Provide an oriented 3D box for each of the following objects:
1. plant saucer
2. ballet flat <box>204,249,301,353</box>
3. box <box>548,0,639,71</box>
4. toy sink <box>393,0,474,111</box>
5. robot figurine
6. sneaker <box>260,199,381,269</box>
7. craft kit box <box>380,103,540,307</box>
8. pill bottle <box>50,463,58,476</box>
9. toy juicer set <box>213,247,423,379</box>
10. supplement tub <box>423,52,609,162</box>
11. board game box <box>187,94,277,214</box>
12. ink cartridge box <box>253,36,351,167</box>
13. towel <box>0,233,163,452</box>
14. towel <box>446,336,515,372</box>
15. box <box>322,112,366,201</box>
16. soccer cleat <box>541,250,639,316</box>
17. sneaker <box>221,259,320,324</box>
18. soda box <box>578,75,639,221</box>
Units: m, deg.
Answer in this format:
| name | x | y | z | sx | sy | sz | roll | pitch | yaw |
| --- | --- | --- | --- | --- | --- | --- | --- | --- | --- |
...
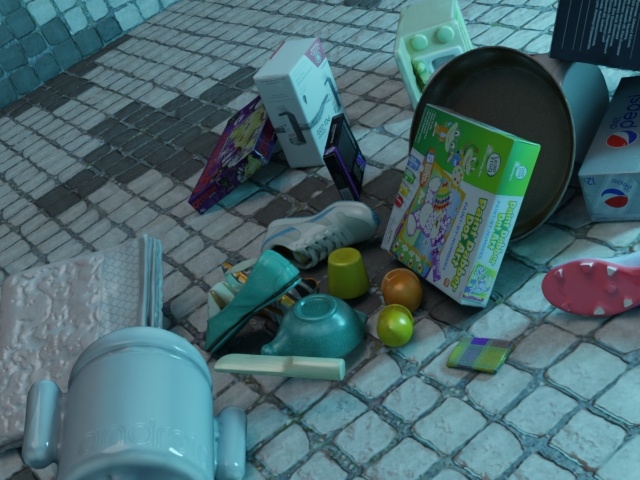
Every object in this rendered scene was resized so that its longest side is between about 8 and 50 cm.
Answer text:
| name | x | y | z | sx | sy | sz | roll | pitch | yaw |
| --- | --- | --- | --- | --- | --- | --- | --- | --- | --- |
| plant saucer | 0.272 | -0.147 | 1.576 | 0.310 | 0.311 | 0.050 | 5 | 6 | 43 |
| ballet flat | -0.125 | 0.087 | 1.563 | 0.247 | 0.087 | 0.083 | -42 | -3 | 40 |
| box | 0.528 | -0.358 | 1.557 | 0.312 | 0.179 | 0.343 | 10 | 17 | 12 |
| toy sink | 0.243 | -0.390 | 2.073 | 0.131 | 0.153 | 0.234 | -14 | 31 | 19 |
| robot figurine | -0.241 | 0.258 | 1.337 | 0.300 | 0.200 | 0.353 | 12 | 38 | -18 |
| sneaker | 0.000 | 0.000 | 1.720 | 0.228 | 0.087 | 0.092 | -16 | 37 | 31 |
| craft kit box | 0.203 | -0.059 | 1.514 | 0.061 | 0.250 | 0.246 | 9 | 14 | -31 |
| pill bottle | -0.333 | 0.317 | 1.480 | 0.120 | 0.067 | 0.067 | -11 | 33 | 25 |
| toy juicer set | 0.027 | 0.141 | 1.472 | 0.209 | 0.089 | 0.329 | 15 | 39 | 33 |
| supplement tub | 0.324 | -0.216 | 1.689 | 0.272 | 0.191 | 0.191 | 5 | 42 | 43 |
| board game box | -0.159 | -0.215 | 2.147 | 0.208 | 0.056 | 0.347 | -40 | 20 | 32 |
| ink cartridge box | -0.033 | -0.279 | 2.044 | 0.092 | 0.218 | 0.158 | 0 | 38 | 29 |
| towel | -0.412 | 0.163 | 1.686 | 0.317 | 0.053 | 0.332 | -18 | 52 | 14 |
| towel | 0.217 | 0.156 | 1.365 | 0.083 | 0.009 | 0.060 | 2 | 40 | 41 |
| box | 0.046 | -0.152 | 1.883 | 0.029 | 0.116 | 0.162 | -16 | 30 | 20 |
| soccer cleat | 0.420 | 0.046 | 1.330 | 0.248 | 0.083 | 0.095 | -14 | 2 | 29 |
| sneaker | -0.086 | 0.076 | 1.666 | 0.083 | 0.084 | 0.215 | -39 | 41 | -25 |
| soda box | 0.488 | -0.149 | 1.554 | 0.098 | 0.091 | 0.286 | -1 | 38 | 33 |
